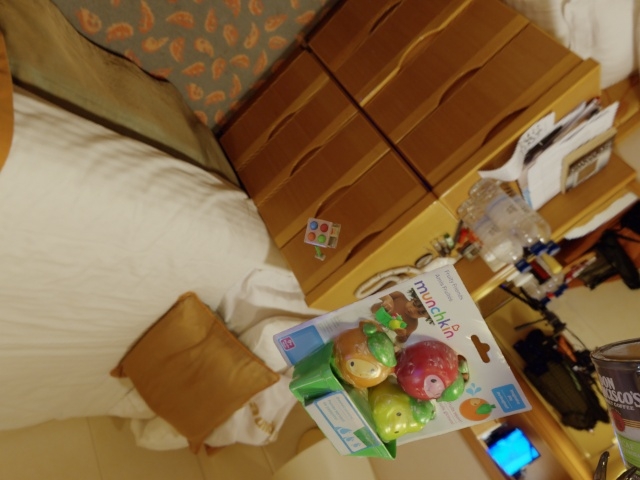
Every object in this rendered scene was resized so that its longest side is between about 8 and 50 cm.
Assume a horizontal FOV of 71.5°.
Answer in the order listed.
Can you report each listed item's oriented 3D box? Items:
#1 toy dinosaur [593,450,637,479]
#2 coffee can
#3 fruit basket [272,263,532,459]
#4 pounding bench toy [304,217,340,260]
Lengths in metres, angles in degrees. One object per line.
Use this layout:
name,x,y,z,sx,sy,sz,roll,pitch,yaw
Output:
toy dinosaur,0.333,0.217,0.371,0.296,0.200,0.127,-53,132,-15
coffee can,0.684,0.347,0.875,0.201,0.275,0.201,-14,173,-2
fruit basket,0.135,0.241,0.776,0.353,0.327,0.165,-24,-161,26
pounding bench toy,0.000,0.000,0.919,0.065,0.052,0.083,7,96,-70
